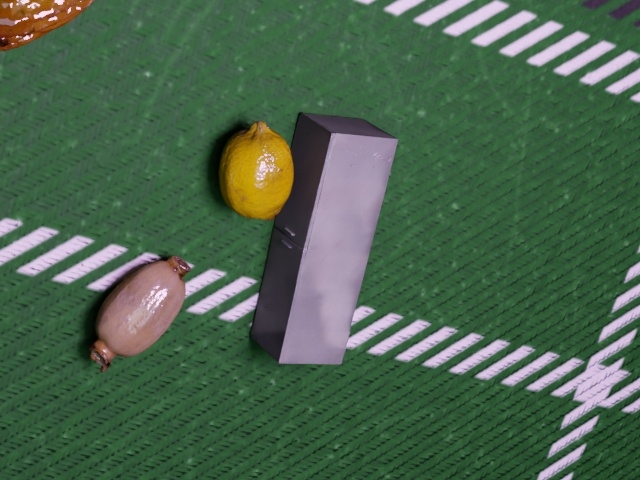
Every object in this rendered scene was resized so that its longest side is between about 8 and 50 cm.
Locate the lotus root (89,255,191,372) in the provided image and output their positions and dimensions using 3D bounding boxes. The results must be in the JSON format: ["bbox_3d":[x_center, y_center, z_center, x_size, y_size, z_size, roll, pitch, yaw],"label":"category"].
[{"bbox_3d":[-0.197,0.078,1.906,0.150,0.062,0.073,-50,124,-3],"label":"lotus root"}]

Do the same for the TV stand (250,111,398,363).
[{"bbox_3d":[0.000,0.000,1.970,0.088,0.083,0.270,4,108,-32],"label":"TV stand"}]

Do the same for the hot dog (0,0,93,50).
[{"bbox_3d":[-0.297,-0.287,1.665,0.272,0.122,0.196,-22,119,-17],"label":"hot dog"}]

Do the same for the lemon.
[{"bbox_3d":[-0.069,-0.076,1.900,0.082,0.082,0.111,-10,111,-25],"label":"lemon"}]
